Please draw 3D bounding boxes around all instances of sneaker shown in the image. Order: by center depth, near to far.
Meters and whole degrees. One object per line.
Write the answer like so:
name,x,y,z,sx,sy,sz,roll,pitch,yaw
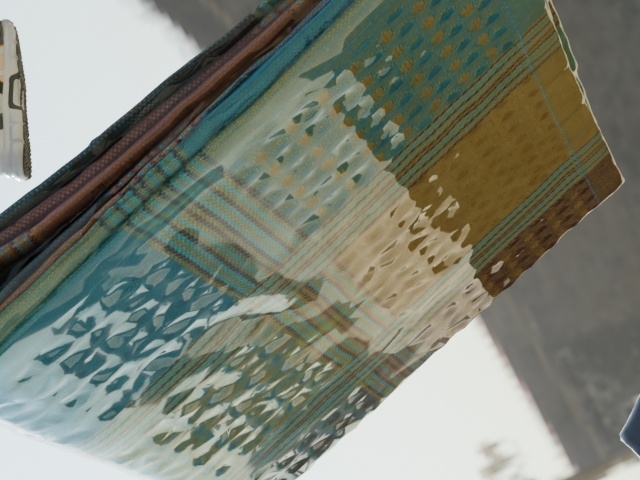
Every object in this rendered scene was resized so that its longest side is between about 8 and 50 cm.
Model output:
sneaker,-0.179,-0.077,1.061,0.040,0.043,0.109,86,176,-50

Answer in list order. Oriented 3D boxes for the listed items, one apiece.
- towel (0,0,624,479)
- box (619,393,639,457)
towel,0.000,0.000,0.831,0.040,0.271,0.370,49,-178,21
box,0.391,0.046,1.102,0.293,0.212,0.395,45,139,27
